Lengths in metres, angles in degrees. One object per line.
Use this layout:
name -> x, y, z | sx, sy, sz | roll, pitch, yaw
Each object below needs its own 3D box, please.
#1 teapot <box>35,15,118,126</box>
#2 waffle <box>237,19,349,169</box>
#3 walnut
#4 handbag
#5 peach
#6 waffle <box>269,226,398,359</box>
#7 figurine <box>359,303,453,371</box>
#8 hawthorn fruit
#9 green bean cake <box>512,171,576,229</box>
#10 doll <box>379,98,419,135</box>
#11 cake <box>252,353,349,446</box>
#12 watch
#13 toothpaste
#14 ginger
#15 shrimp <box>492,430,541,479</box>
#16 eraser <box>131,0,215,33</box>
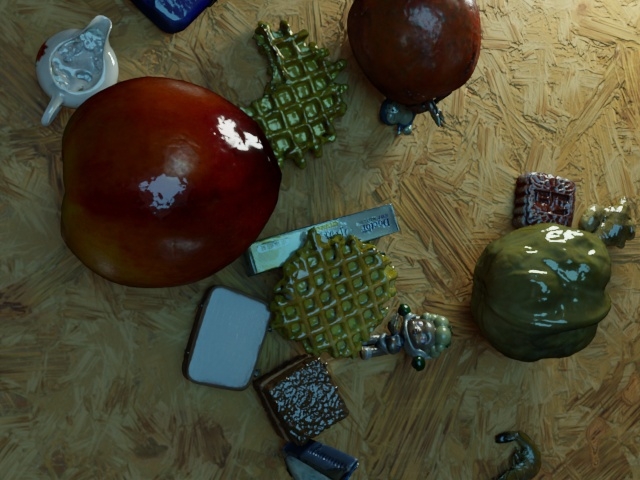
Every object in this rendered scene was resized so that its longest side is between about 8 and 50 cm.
teapot -> -0.451, -0.305, 1.417 | 0.145, 0.092, 0.226 | 26, 80, -11
waffle -> -0.068, -0.285, 1.547 | 0.260, 0.069, 0.293 | 28, 80, -13
walnut -> 0.450, 0.106, 1.583 | 0.277, 0.253, 0.282 | -6, 89, -15
handbag -> -0.175, 0.189, 1.482 | 0.151, 0.072, 0.193 | 17, 80, -15
peach -> -0.256, -0.097, 1.329 | 0.388, 0.388, 0.388 | 1, 86, -17
waffle -> 0.028, 0.107, 1.499 | 0.245, 0.052, 0.254 | 27, 92, -23
figurine -> 0.175, 0.200, 1.576 | 0.197, 0.093, 0.147 | -4, 62, -17
hawthorn fruit -> 0.200, -0.375, 1.537 | 0.276, 0.276, 0.307 | -12, 95, -18
green bean cake -> 0.500, -0.080, 1.715 | 0.135, 0.056, 0.136 | 8, 84, -15
doll -> 0.163, -0.264, 1.626 | 0.083, 0.050, 0.076 | 22, 95, -16
cake -> -0.042, 0.299, 1.474 | 0.134, 0.147, 0.135 | -28, 95, -15
watch -> 0.013, 0.436, 1.395 | 0.068, 0.274, 0.276 | -32, 123, -18
toothpaste -> 0.000, 0.000, 1.539 | 0.313, 0.089, 0.071 | -16, 87, -17
ginger -> 0.655, 0.005, 1.755 | 0.133, 0.059, 0.214 | -1, 85, -13
shrimp -> 0.400, 0.483, 1.659 | 0.178, 0.034, 0.124 | -29, 92, -18
eraser -> -0.221, -0.555, 1.501 | 0.155, 0.101, 0.332 | 44, 77, -12
